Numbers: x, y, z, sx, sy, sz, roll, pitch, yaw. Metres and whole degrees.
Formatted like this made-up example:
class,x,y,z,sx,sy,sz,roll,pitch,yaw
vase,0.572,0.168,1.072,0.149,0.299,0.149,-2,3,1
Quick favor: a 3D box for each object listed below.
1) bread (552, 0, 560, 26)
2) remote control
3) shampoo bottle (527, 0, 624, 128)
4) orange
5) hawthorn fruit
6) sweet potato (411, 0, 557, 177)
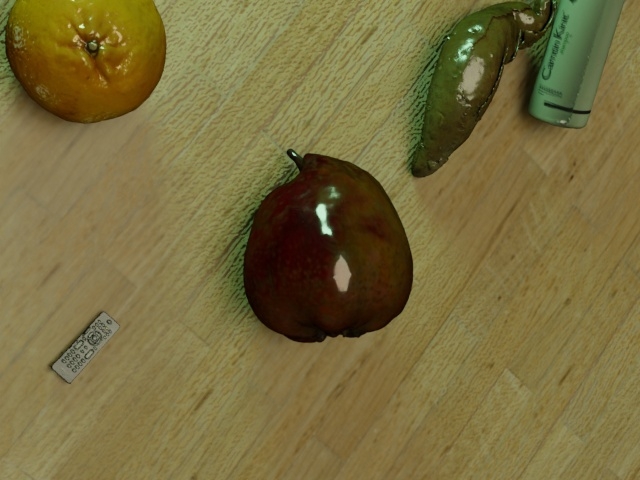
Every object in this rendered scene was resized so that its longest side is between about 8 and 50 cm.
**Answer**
class,x,y,z,sx,sy,sz,roll,pitch,yaw
bread,0.353,-0.339,1.684,0.073,0.053,0.214,-27,105,-27
remote control,-0.276,0.125,1.414,0.034,0.016,0.091,43,74,-6
shampoo bottle,0.355,-0.286,1.623,0.085,0.085,0.263,2,113,-27
orange,-0.257,-0.218,1.329,0.177,0.155,0.178,-3,95,-40
hawthorn fruit,0.000,0.000,1.456,0.208,0.208,0.248,-8,79,-26
sweet potato,0.204,-0.229,1.584,0.310,0.098,0.124,-56,144,-13
